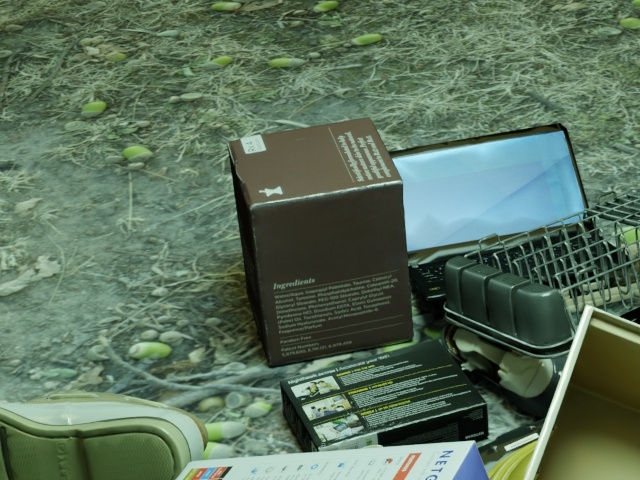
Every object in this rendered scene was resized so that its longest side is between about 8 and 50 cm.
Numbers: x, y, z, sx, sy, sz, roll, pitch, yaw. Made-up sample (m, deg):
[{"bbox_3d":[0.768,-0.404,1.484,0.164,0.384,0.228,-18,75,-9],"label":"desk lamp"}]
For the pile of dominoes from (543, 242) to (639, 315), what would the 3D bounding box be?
[{"bbox_3d":[0.295,0.056,1.813,0.251,0.040,0.196,-12,13,-15],"label":"pile of dominoes"}]

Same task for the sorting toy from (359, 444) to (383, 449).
[{"bbox_3d":[0.021,0.237,1.550,0.075,0.045,0.083,-6,29,15],"label":"sorting toy"}]

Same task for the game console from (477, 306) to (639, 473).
[{"bbox_3d":[0.267,0.179,1.544,0.361,0.044,0.213,-21,46,-15],"label":"game console"}]

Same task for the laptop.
[{"bbox_3d":[0.206,-0.037,1.880,0.234,0.137,0.264,-10,11,-3],"label":"laptop"}]

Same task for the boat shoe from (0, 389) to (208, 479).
[{"bbox_3d":[-0.255,0.205,1.605,0.302,0.113,0.103,2,10,17],"label":"boat shoe"}]

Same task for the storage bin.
[{"bbox_3d":[0.277,0.230,1.276,0.260,0.123,0.262,21,61,7],"label":"storage bin"}]

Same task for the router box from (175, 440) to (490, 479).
[{"bbox_3d":[-0.050,0.298,1.329,0.301,0.082,0.335,-8,25,32],"label":"router box"}]

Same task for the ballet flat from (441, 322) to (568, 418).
[{"bbox_3d":[0.193,0.126,1.674,0.074,0.074,0.203,-22,30,-26],"label":"ballet flat"}]

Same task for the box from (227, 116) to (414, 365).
[{"bbox_3d":[0.000,0.000,1.803,0.167,0.203,0.168,-9,30,-7],"label":"box"}]

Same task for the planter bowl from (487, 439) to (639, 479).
[{"bbox_3d":[0.230,0.231,1.406,0.217,0.090,0.217,-3,49,3],"label":"planter bowl"}]

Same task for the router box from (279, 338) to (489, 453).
[{"bbox_3d":[0.063,0.168,1.654,0.179,0.046,0.133,-13,30,-13],"label":"router box"}]

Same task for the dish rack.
[{"bbox_3d":[0.276,0.023,1.676,0.271,0.074,0.208,-21,19,-22],"label":"dish rack"}]
